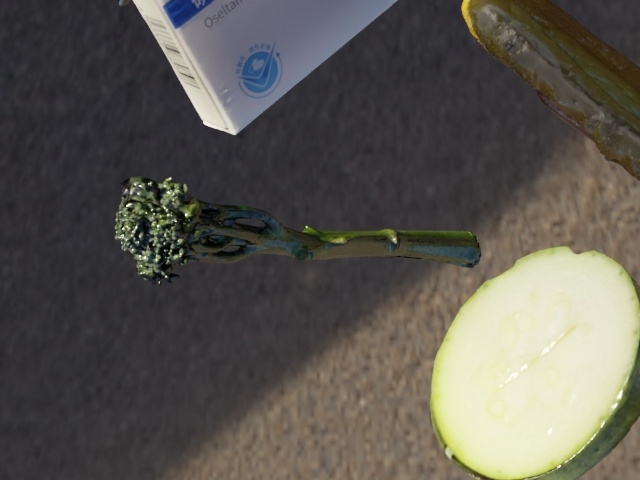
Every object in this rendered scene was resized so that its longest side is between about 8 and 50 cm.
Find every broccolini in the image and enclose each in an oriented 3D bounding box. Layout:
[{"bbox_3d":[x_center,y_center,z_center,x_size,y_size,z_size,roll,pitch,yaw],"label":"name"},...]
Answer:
[{"bbox_3d":[0.001,-0.001,0.768,0.218,0.044,0.042,4,133,-43],"label":"broccolini"}]

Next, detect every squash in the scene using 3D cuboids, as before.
[{"bbox_3d":[0.186,0.109,1.517,0.219,0.219,0.041,-38,131,20],"label":"squash"}]

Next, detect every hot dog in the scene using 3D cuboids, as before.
[{"bbox_3d":[0.166,-0.076,1.042,0.215,0.066,0.047,39,124,12],"label":"hot dog"}]

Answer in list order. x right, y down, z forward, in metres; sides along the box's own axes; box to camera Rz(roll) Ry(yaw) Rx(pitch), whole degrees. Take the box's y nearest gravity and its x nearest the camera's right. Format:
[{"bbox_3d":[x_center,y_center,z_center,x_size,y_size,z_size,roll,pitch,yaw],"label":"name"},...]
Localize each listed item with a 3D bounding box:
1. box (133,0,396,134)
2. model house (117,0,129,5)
[{"bbox_3d":[-0.018,-0.287,1.764,0.343,0.065,0.200,-41,123,-18],"label":"box"},{"bbox_3d":[-0.313,-0.381,1.718,0.303,0.237,0.215,7,126,-20],"label":"model house"}]
